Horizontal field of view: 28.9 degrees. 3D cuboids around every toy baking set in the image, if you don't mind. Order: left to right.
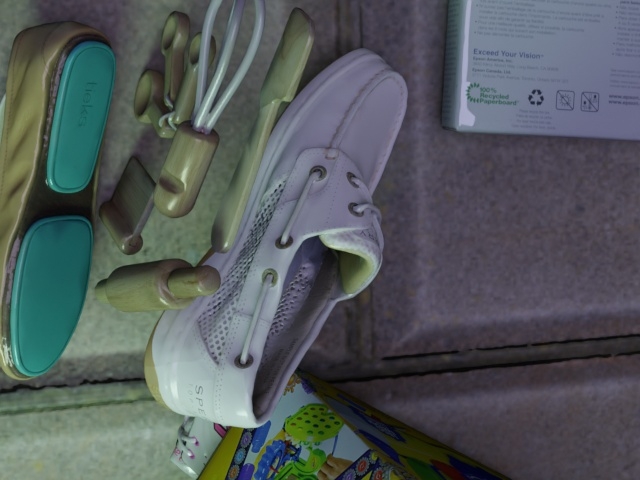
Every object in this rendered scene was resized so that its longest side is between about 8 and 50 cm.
[{"bbox_3d":[-0.084,-0.052,0.736,0.030,0.256,0.197,10,85,-29],"label":"toy baking set"}]

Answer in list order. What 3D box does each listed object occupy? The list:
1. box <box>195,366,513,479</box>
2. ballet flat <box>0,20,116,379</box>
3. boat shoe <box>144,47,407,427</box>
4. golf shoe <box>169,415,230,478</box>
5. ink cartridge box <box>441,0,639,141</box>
[{"bbox_3d":[0.088,0.251,0.766,0.290,0.279,0.177,31,93,-33],"label":"box"},{"bbox_3d":[-0.185,-0.028,0.809,0.080,0.073,0.232,5,99,-57],"label":"ballet flat"},{"bbox_3d":[0.000,0.000,0.792,0.277,0.096,0.098,-61,145,-19],"label":"boat shoe"},{"bbox_3d":[-0.065,0.129,0.857,0.086,0.067,0.186,-15,102,-9],"label":"golf shoe"},{"bbox_3d":[0.200,-0.182,0.868,0.223,0.045,0.224,3,98,-13],"label":"ink cartridge box"}]
